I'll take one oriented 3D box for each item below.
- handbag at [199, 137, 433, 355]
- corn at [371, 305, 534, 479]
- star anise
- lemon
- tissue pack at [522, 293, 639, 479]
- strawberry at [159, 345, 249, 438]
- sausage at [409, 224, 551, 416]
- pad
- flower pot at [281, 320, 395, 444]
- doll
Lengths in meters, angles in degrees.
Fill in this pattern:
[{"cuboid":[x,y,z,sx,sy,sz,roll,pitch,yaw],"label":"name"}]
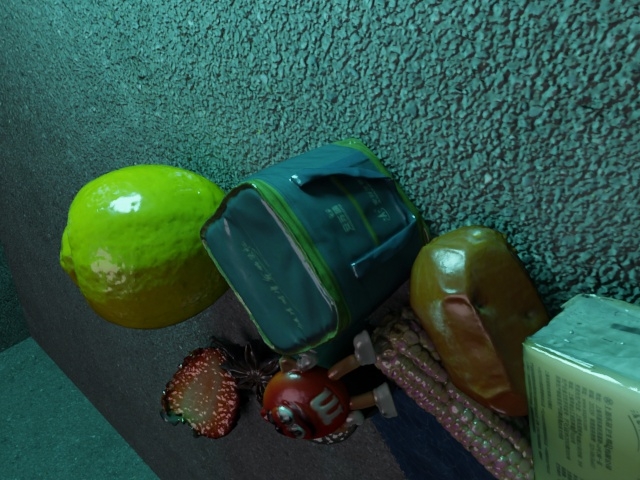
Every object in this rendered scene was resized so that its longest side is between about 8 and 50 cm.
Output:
[{"cuboid":[0.000,0.000,0.657,0.222,0.241,0.263,-35,89,47],"label":"handbag"},{"cuboid":[0.219,0.246,0.708,0.335,0.126,0.127,44,135,6],"label":"corn"},{"cuboid":[-0.162,0.312,1.090,0.262,0.081,0.230,43,136,-3],"label":"star anise"},{"cuboid":[-0.324,0.009,0.881,0.347,0.348,0.348,20,126,31],"label":"lemon"},{"cuboid":[0.378,0.222,0.480,0.238,0.238,0.306,2,115,40],"label":"tissue pack"},{"cuboid":[-0.303,0.413,1.261,0.233,0.138,0.307,32,108,-3],"label":"strawberry"},{"cuboid":[0.222,0.111,0.594,0.268,0.153,0.141,63,162,-7],"label":"sausage"},{"cuboid":[0.222,0.394,0.861,0.269,0.012,0.270,-29,94,46],"label":"pad"},{"cuboid":[0.015,0.267,0.809,0.235,0.148,0.236,4,105,16],"label":"flower pot"},{"cuboid":[-0.004,0.238,0.683,0.217,0.085,0.183,-19,108,10],"label":"doll"}]
